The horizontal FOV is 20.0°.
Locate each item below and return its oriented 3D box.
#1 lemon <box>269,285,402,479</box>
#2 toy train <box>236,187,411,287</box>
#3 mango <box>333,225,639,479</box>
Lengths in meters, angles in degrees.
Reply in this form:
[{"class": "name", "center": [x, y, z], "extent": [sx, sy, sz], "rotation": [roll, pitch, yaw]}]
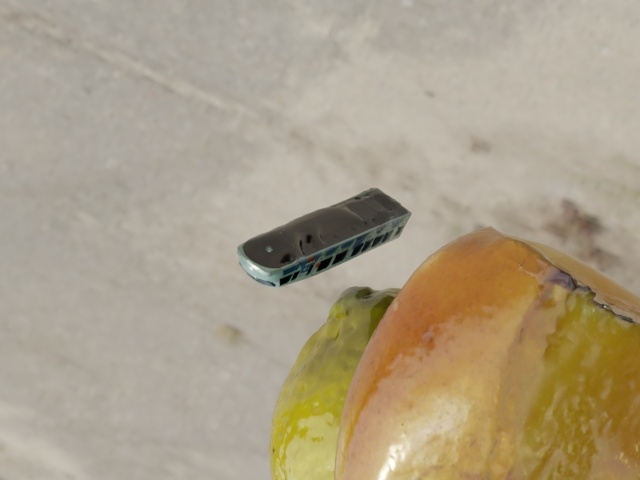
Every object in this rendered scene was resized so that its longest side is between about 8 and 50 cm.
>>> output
[{"class": "lemon", "center": [0.112, 0.205, 1.593], "extent": [0.336, 0.336, 0.336], "rotation": [21, 157, 10]}, {"class": "toy train", "center": [0.000, 0.000, 1.519], "extent": [0.043, 0.207, 0.047], "rotation": [38, 123, 22]}, {"class": "mango", "center": [0.094, 0.128, 1.065], "extent": [0.187, 0.257, 0.138], "rotation": [29, -171, -18]}]
